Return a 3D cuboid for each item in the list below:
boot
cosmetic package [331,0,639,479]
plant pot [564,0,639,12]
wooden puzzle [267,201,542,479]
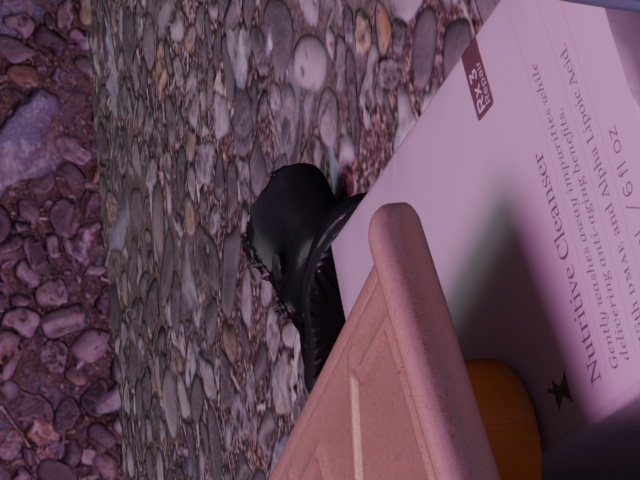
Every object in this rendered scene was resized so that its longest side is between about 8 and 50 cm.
[{"bbox_3d":[0.000,0.000,1.350,0.246,0.094,0.207,97,156,-45],"label":"boot"},{"bbox_3d":[0.143,0.016,0.827,0.385,0.156,0.217,124,138,-59],"label":"cosmetic package"},{"bbox_3d":[0.179,-0.264,0.462,0.341,0.341,0.334,163,112,-71],"label":"plant pot"},{"bbox_3d":[0.057,0.202,0.764,0.348,0.080,0.322,107,154,-52],"label":"wooden puzzle"}]
